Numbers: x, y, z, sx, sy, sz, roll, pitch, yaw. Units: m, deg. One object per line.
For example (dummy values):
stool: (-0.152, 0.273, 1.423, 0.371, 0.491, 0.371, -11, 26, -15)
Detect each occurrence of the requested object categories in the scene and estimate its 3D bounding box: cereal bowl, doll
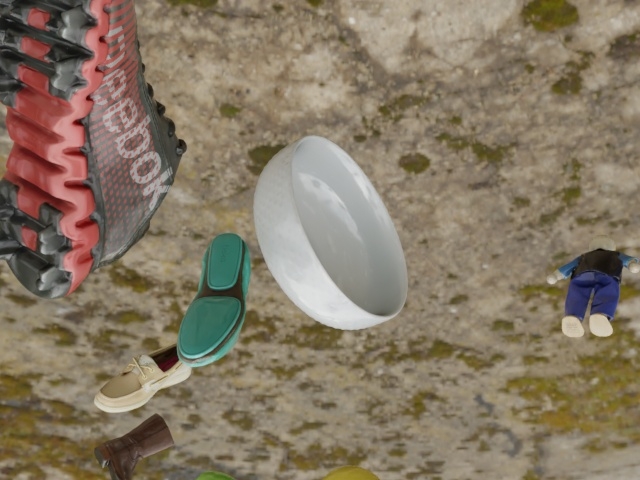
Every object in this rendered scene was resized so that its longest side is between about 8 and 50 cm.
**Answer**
cereal bowl: (0.000, 0.000, 1.308, 0.141, 0.338, 0.339, -26, 135, 26)
doll: (0.383, 0.055, 1.096, 0.129, 0.189, 0.046, -8, 125, 35)

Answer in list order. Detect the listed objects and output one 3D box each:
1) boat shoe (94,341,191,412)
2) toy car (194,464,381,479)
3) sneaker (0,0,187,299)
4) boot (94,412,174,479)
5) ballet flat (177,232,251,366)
boat shoe: (-0.251, 0.188, 1.112, 0.063, 0.170, 0.059, 26, 118, 25)
toy car: (-0.041, 0.240, 0.686, 0.225, 0.053, 0.239, 6, -177, 7)
sneaker: (-0.161, -0.093, 0.560, 0.098, 0.135, 0.276, 30, 124, 27)
boot: (-0.247, 0.311, 1.108, 0.114, 0.106, 0.037, -21, 161, -42)
ballet flat: (-0.137, 0.097, 1.081, 0.083, 0.247, 0.087, -1, 131, 7)
